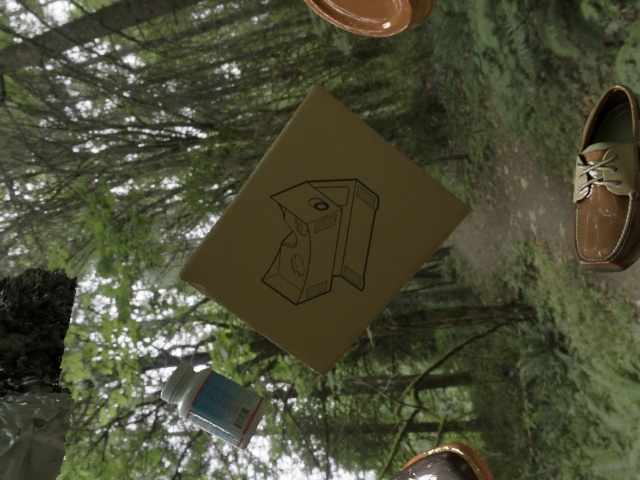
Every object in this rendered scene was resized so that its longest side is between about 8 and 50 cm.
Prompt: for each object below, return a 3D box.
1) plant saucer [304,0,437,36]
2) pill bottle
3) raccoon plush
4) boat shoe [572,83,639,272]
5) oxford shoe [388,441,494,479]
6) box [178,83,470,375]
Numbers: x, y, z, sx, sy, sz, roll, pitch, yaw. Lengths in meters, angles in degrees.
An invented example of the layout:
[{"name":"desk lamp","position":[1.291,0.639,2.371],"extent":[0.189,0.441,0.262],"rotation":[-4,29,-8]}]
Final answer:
[{"name":"plant saucer","position":[0.045,-0.315,0.578],"extent":[0.037,0.200,0.200],"rotation":[-69,-19,-4]},{"name":"pill bottle","position":[-0.172,0.265,0.758],"extent":[0.087,0.160,0.087],"rotation":[-62,-2,-4]},{"name":"raccoon plush","position":[-0.413,0.088,0.442],"extent":[0.299,0.446,0.216],"rotation":[20,-112,-32]},{"name":"boat shoe","position":[0.460,-0.109,0.749],"extent":[0.120,0.123,0.324],"rotation":[33,-113,-27]},{"name":"oxford shoe","position":[0.082,0.382,0.575],"extent":[0.133,0.363,0.130],"rotation":[1,-141,-37]},{"name":"box","position":[0.000,0.000,0.401],"extent":[0.164,0.201,0.021],"rotation":[37,-167,-10]}]
